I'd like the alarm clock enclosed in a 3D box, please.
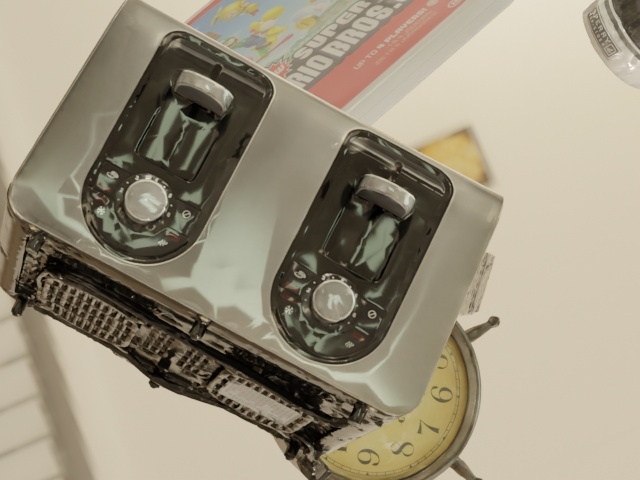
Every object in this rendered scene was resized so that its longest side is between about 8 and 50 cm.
[{"bbox_3d":[0.011,0.089,1.206,0.064,0.192,0.129,153,-55,-76],"label":"alarm clock"}]

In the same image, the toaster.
[{"bbox_3d":[-0.034,0.005,0.777,0.168,0.110,0.186,29,-16,-4],"label":"toaster"}]

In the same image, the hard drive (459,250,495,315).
[{"bbox_3d":[0.000,0.000,1.535,0.339,0.237,0.064,16,91,-79],"label":"hard drive"}]

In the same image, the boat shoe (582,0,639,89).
[{"bbox_3d":[0.244,-0.139,1.277,0.228,0.076,0.080,6,55,-59],"label":"boat shoe"}]

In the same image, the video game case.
[{"bbox_3d":[-0.007,-0.151,1.459,0.285,0.204,0.025,27,-26,56],"label":"video game case"}]
